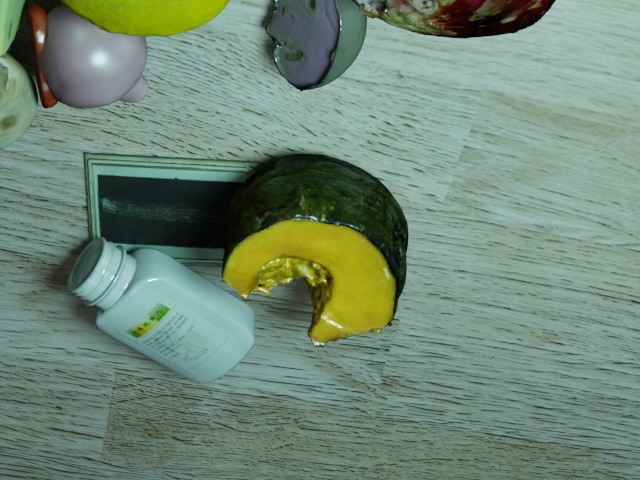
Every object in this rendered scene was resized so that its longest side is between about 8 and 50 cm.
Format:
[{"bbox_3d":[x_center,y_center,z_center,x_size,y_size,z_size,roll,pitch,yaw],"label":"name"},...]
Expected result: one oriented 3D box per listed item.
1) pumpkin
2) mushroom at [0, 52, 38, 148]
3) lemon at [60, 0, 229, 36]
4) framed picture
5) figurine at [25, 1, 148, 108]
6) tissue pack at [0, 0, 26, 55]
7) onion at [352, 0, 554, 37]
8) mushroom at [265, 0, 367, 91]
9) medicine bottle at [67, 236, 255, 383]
[{"bbox_3d":[0.000,0.000,1.894,0.256,0.225,0.303,-40,121,23],"label":"pumpkin"},{"bbox_3d":[-0.544,-0.225,1.751,0.254,0.184,0.255,4,154,2],"label":"mushroom"},{"bbox_3d":[-0.245,-0.405,1.586,0.284,0.261,0.260,24,123,-17],"label":"lemon"},{"bbox_3d":[-0.254,-0.044,1.999,0.293,0.018,0.231,3,127,-2],"label":"framed picture"},{"bbox_3d":[-0.340,-0.280,1.731,0.173,0.173,0.173,0,127,0],"label":"figurine"},{"bbox_3d":[-0.472,-0.402,1.641,0.125,0.159,0.234,13,126,-9],"label":"tissue pack"},{"bbox_3d":[0.189,-0.457,1.544,0.347,0.348,0.385,21,89,-15],"label":"onion"},{"bbox_3d":[0.006,-0.317,1.737,0.117,0.141,0.188,-9,132,-37],"label":"mushroom"},{"bbox_3d":[-0.281,0.119,2.045,0.324,0.124,0.179,33,126,-29],"label":"medicine bottle"}]
